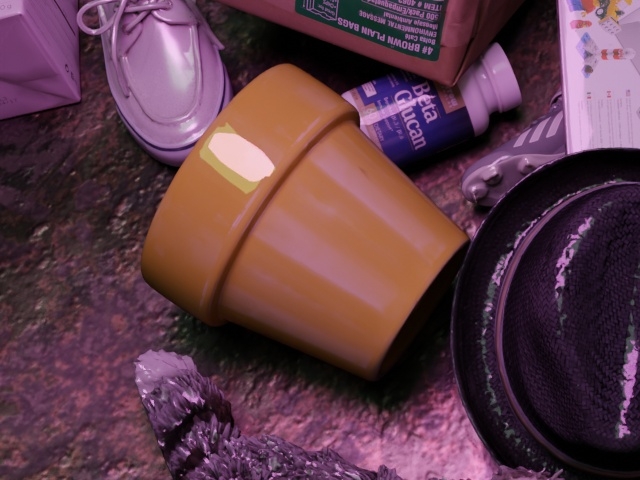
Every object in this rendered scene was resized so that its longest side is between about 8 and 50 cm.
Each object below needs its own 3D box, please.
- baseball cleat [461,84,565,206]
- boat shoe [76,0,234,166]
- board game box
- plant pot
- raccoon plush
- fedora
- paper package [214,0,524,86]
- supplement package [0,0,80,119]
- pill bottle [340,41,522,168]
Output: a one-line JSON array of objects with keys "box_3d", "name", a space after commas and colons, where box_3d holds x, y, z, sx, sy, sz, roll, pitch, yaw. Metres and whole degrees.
[{"box_3d": [0.230, -0.100, 1.570, 0.206, 0.072, 0.109, -18, 45, -1], "name": "baseball cleat"}, {"box_3d": [-0.190, -0.258, 1.703, 0.136, 0.156, 0.367, -18, 59, 5], "name": "boat shoe"}, {"box_3d": [0.327, -0.104, 1.484, 0.193, 0.053, 0.305, -2, 80, 6], "name": "board game box"}, {"box_3d": [0.000, 0.000, 1.477, 0.239, 0.254, 0.254, 33, 74, 11], "name": "plant pot"}, {"box_3d": [0.029, 0.203, 1.380, 0.299, 0.216, 0.446, -23, 58, -8], "name": "raccoon plush"}, {"box_3d": [0.260, 0.072, 1.357, 0.334, 0.152, 0.334, -1, 81, 8], "name": "fedora"}, {"box_3d": [0.059, -0.338, 1.602, 0.325, 0.168, 0.309, 22, 44, 17], "name": "paper package"}, {"box_3d": [-0.383, -0.301, 1.766, 0.178, 0.175, 0.292, -12, 59, 9], "name": "supplement package"}, {"box_3d": [0.114, -0.137, 1.594, 0.169, 0.094, 0.094, -23, 59, 1], "name": "pill bottle"}]
